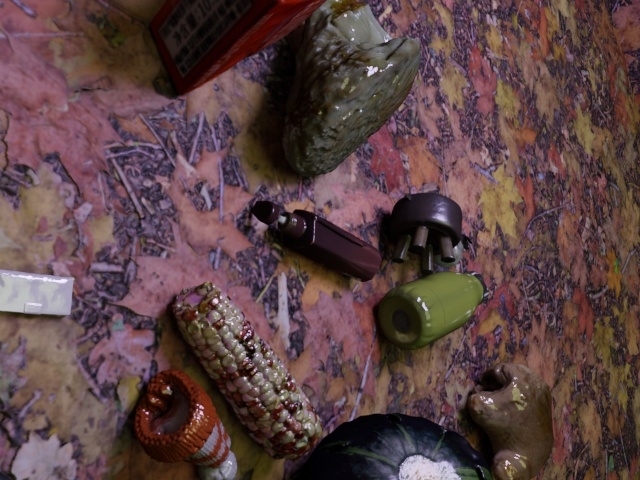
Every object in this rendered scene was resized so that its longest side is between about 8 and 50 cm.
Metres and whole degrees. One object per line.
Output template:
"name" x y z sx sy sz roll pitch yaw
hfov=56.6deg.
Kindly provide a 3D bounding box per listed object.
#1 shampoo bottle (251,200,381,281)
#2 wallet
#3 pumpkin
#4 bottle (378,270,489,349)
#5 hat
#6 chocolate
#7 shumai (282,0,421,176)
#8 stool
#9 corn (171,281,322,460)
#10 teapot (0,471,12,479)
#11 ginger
"shampoo bottle" -0.001 -0.002 0.905 0.236 0.068 0.067 28 65 -43
"wallet" -0.301 0.056 0.624 0.083 0.011 0.044 14 76 -45
"pumpkin" 0.095 0.405 0.833 0.295 0.295 0.296 7 81 -45
"bottle" 0.220 0.113 1.084 0.260 0.112 0.112 -14 95 -46
"hat" -0.146 0.241 0.717 0.093 0.112 0.162 -42 129 -10
"chocolate" -0.075 -0.313 0.745 0.108 0.237 0.235 54 51 -14
"shumai" 0.004 -0.242 0.895 0.203 0.222 0.272 40 61 11
"stool" 0.200 -0.003 1.064 0.217 0.125 0.121 39 49 -46
"corn" -0.090 0.175 0.772 0.092 0.092 0.281 -48 117 -38
"teapot" -0.339 0.357 0.409 0.299 0.253 0.344 -8 97 -13
"ginger" 0.393 0.386 1.224 0.275 0.130 0.221 41 67 -29
